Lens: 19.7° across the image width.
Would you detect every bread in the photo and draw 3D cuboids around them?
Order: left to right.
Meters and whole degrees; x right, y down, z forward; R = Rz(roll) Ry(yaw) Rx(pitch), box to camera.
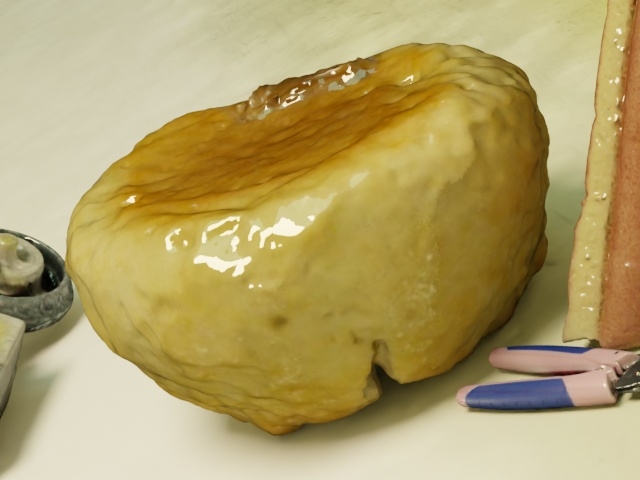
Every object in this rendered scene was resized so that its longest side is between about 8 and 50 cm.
[{"bbox_3d":[0.000,0.000,0.900,0.244,0.134,0.244,-23,19,9],"label":"bread"},{"bbox_3d":[0.172,-0.043,0.806,0.119,0.192,0.067,6,11,-12],"label":"bread"}]

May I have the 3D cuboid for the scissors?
[{"bbox_3d":[0.108,0.058,0.790,0.113,0.012,0.039,-6,31,46],"label":"scissors"}]

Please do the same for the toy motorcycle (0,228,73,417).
[{"bbox_3d":[-0.277,0.059,1.041,0.223,0.108,0.341,18,28,0],"label":"toy motorcycle"}]
